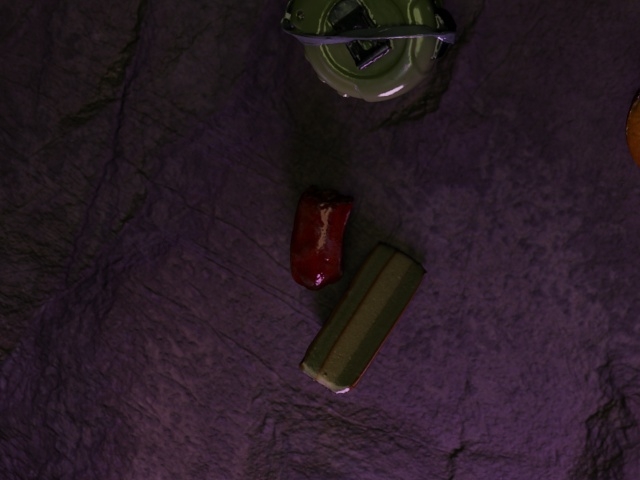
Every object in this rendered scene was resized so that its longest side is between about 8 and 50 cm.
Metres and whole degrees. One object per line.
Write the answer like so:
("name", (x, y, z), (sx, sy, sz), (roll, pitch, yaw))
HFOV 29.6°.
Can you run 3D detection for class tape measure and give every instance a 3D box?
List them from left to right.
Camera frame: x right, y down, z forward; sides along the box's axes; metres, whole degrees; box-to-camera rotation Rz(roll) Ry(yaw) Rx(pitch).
("tape measure", (0.059, -0.246, 1.371), (0.200, 0.106, 0.175), (-23, 98, 23))

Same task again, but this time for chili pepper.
("chili pepper", (0.000, 0.000, 1.499), (0.073, 0.070, 0.123), (4, 109, -4))

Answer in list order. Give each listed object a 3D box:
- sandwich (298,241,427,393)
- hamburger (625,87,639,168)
("sandwich", (0.054, 0.097, 1.493), (0.079, 0.113, 0.163), (33, 114, 2))
("hamburger", (0.422, -0.134, 1.288), (0.182, 0.118, 0.191), (-28, 97, 45))
